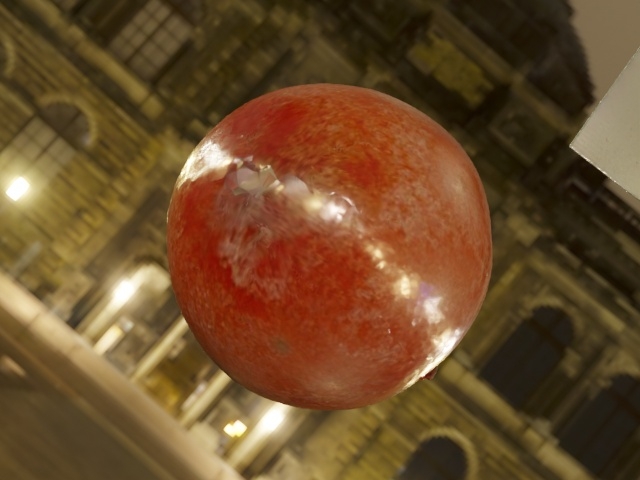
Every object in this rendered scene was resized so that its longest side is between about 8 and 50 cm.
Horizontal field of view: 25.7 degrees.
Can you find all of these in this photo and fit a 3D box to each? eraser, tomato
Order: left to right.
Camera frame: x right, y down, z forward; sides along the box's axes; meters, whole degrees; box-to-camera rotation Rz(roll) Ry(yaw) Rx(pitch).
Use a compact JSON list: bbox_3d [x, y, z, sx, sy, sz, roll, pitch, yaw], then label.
[{"bbox_3d":[0.000,0.000,1.114,0.265,0.265,0.265,40,-9,8],"label":"tomato"},{"bbox_3d":[0.305,-0.111,1.253,0.104,0.150,0.023,40,33,12],"label":"eraser"}]
